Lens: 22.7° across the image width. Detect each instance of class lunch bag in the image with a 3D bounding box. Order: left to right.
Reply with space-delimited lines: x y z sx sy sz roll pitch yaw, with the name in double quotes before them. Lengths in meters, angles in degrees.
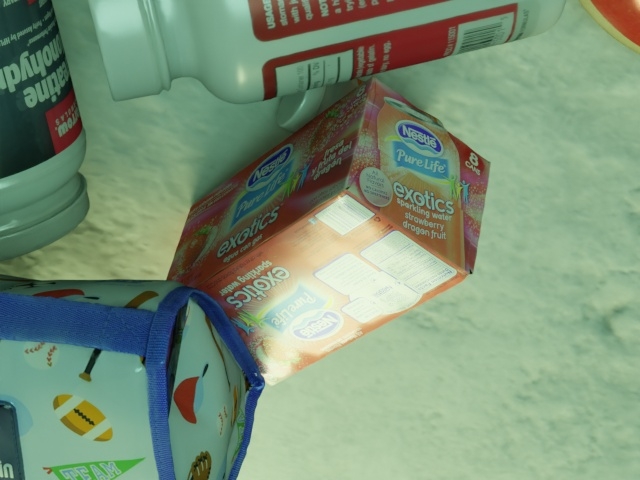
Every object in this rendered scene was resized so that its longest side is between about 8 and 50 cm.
"lunch bag" -0.245 0.139 1.385 0.327 0.239 0.385 5 157 8

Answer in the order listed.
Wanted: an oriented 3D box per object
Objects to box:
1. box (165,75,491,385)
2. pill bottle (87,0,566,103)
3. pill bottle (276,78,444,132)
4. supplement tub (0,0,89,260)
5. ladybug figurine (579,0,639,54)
"box" 0.000 0.000 1.493 0.154 0.142 0.300 34 138 -22
"pill bottle" -0.005 -0.251 1.412 0.407 0.229 0.229 -14 115 -6
"pill bottle" 0.039 -0.110 1.561 0.152 0.086 0.086 24 106 -21
"supplement tub" -0.317 -0.134 1.418 0.191 0.191 0.272 -14 115 -6
"ladybug figurine" 0.447 -0.286 1.527 0.449 0.162 0.305 -2 114 -10
